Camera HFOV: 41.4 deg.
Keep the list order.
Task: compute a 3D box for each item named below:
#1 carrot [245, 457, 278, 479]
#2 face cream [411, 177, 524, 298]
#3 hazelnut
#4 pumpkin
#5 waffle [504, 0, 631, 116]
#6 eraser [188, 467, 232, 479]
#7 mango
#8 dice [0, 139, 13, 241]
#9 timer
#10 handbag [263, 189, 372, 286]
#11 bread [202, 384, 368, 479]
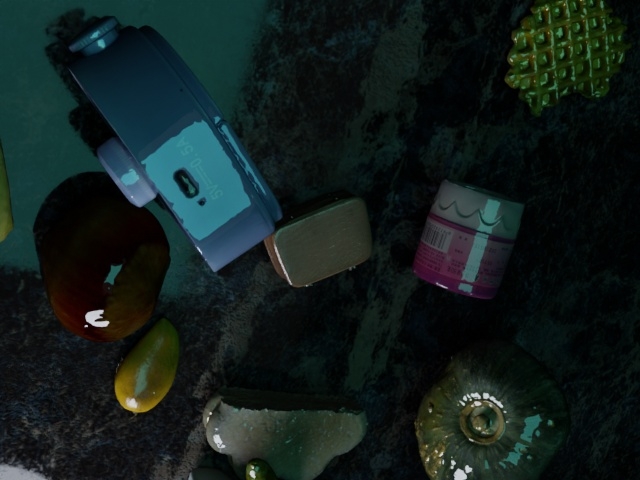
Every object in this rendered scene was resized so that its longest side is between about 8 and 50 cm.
[{"bbox_3d":[-0.092,0.498,1.607,0.074,0.074,0.358,-29,143,-13],"label":"carrot"},{"bbox_3d":[0.285,-0.005,1.636,0.175,0.175,0.195,12,102,-26],"label":"face cream"},{"bbox_3d":[-0.355,0.051,1.374,0.217,0.217,0.251,1,131,-23],"label":"hazelnut"},{"bbox_3d":[0.337,0.369,1.714,0.327,0.291,0.257,-46,149,12],"label":"pumpkin"},{"bbox_3d":[0.492,-0.372,1.682,0.291,0.051,0.291,-5,106,-19],"label":"waffle"},{"bbox_3d":[-0.223,0.602,1.597,0.104,0.189,0.290,12,101,-29],"label":"eraser"},{"bbox_3d":[-0.307,0.230,1.523,0.101,0.066,0.187,28,85,-28],"label":"mango"},{"bbox_3d":[-0.572,-0.110,1.208,0.227,0.233,0.238,-9,110,-22],"label":"dice"},{"bbox_3d":[-0.243,-0.148,1.263,0.173,0.395,0.395,-35,116,-7],"label":"timer"},{"bbox_3d":[0.000,0.000,1.576,0.193,0.072,0.151,-25,114,-17],"label":"handbag"},{"bbox_3d":[-0.073,0.382,1.648,0.337,0.102,0.183,10,106,-28],"label":"bread"}]
